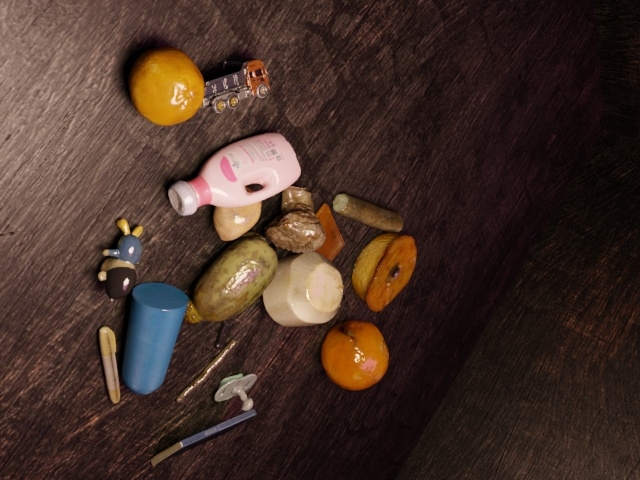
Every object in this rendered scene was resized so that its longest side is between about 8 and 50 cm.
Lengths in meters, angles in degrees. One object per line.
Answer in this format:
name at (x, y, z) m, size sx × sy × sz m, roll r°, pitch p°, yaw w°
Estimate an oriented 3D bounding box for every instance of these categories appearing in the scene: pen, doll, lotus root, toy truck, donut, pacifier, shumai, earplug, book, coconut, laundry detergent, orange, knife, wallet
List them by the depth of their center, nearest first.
orange at (-0.309, -0.310, 1.194) m, size 0.159 × 0.136 × 0.159 m, roll -32°, pitch 137°, yaw -36°
doll at (-0.444, 0.048, 1.305) m, size 0.102 × 0.088 × 0.180 m, roll 28°, pitch 66°, yaw -54°
toy truck at (-0.208, -0.355, 1.331) m, size 0.192 × 0.083 × 0.092 m, roll -31°, pitch 128°, yaw -35°
pen at (-0.508, 0.302, 1.423) m, size 0.040 × 0.032 × 0.234 m, roll -52°, pitch 151°, yaw -55°
laundry detergent at (-0.207, -0.153, 1.424) m, size 0.335 × 0.159 × 0.088 m, roll -29°, pitch 177°, yaw -34°
earplug at (-0.415, 0.252, 1.429) m, size 0.132 × 0.132 × 0.273 m, roll -6°, pitch 119°, yaw -49°
lotus root at (-0.233, 0.114, 1.546) m, size 0.309 × 0.173 × 0.173 m, roll -46°, pitch 141°, yaw -10°
shumai at (-0.061, -0.064, 1.627) m, size 0.166 × 0.206 × 0.176 m, roll 21°, pitch 76°, yaw -21°
knife at (-0.275, 0.197, 1.653) m, size 0.072 × 0.019 × 0.246 m, roll 2°, pitch 107°, yaw -47°
book at (-0.337, 0.572, 1.710) m, size 0.269 × 0.025 × 0.191 m, roll -9°, pitch 157°, yaw -48°
coconut at (-0.054, 0.146, 1.731) m, size 0.241 × 0.241 × 0.241 m, roll -28°, pitch 132°, yaw -37°
pacifier at (-0.248, 0.466, 1.772) m, size 0.127 × 0.117 × 0.150 m, roll -49°, pitch 154°, yaw 25°
wallet at (-0.003, 0.000, 1.841) m, size 0.161 × 0.042 × 0.196 m, roll -52°, pitch 140°, yaw -22°
orange at (0.122, 0.401, 2.065) m, size 0.246 × 0.246 × 0.246 m, roll -28°, pitch 132°, yaw -37°
donut at (0.226, 0.104, 2.124) m, size 0.302 × 0.110 × 0.303 m, roll -32°, pitch 135°, yaw -39°

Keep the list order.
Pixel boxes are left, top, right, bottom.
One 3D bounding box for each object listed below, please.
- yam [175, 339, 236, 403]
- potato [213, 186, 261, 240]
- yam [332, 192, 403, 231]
yam at (-0.328, 0.378, 1.694) m, size 0.234 × 0.029 × 0.027 m, roll -46°, pitch 113°, yaw -20°
potato at (-0.214, -0.072, 1.485) m, size 0.147 × 0.112 × 0.112 m, roll -57°, pitch 144°, yaw -22°
yam at (0.170, -0.085, 1.967) m, size 0.371 × 0.083 × 0.083 m, roll 12°, pitch 102°, yaw -52°
